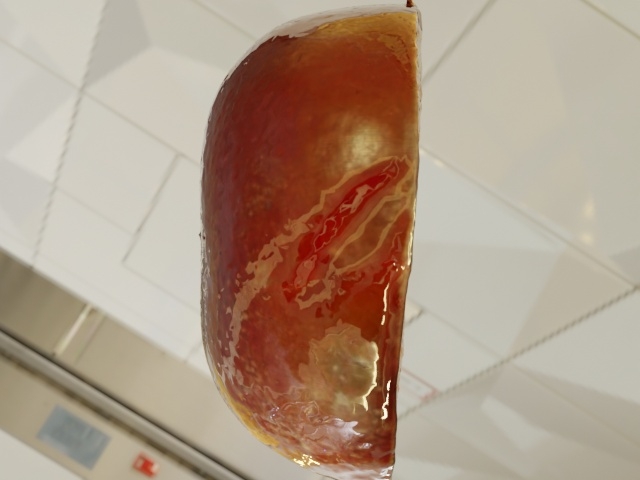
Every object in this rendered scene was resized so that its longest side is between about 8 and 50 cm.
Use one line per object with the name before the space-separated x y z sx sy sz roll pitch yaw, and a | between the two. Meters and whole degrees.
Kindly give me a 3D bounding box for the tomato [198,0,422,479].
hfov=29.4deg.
tomato | -0.011 -0.001 0.811 0.338 0.144 0.338 2 90 -90
